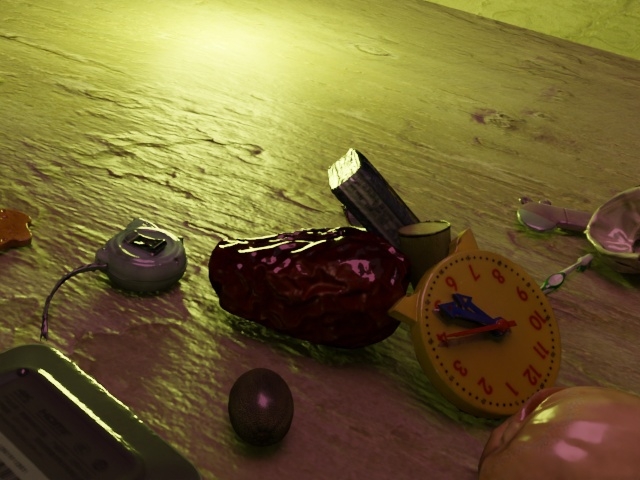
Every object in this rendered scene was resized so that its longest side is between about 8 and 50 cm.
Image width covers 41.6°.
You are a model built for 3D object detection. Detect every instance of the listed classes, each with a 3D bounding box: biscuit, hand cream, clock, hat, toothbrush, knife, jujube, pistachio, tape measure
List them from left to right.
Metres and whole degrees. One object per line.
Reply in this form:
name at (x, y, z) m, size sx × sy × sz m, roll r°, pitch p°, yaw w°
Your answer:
biscuit at (-0.590, -0.012, 1.565) m, size 0.118 × 0.023 × 0.140 m, roll 18°, pitch 33°, yaw 13°
tape measure at (-0.351, 0.065, 1.451) m, size 0.164 × 0.084 × 0.330 m, roll 14°, pitch 31°, yaw 15°
jujube at (-0.022, 0.074, 1.429) m, size 0.342 × 0.216 × 0.216 m, roll 9°, pitch 32°, yaw 11°
hand cream at (0.095, -0.033, 1.765) m, size 0.062 × 0.039 × 0.163 m, roll -4°, pitch 29°, yaw -17°
clock at (0.274, 0.142, 1.360) m, size 0.293 × 0.071 × 0.277 m, roll 44°, pitch 57°, yaw -6°
toothbrush at (0.461, 0.084, 1.676) m, size 0.304 × 0.030 × 0.030 m, roll -23°, pitch 44°, yaw -40°
pistachio at (0.365, 0.311, 1.150) m, size 0.309 × 0.229 × 0.230 m, roll 7°, pitch 32°, yaw -11°
knife at (0.632, -0.028, 1.885) m, size 0.399 × 0.038 × 0.132 m, roll 9°, pitch 39°, yaw -2°
hat at (0.693, 0.021, 1.785) m, size 0.226 × 0.164 × 0.219 m, roll 42°, pitch 49°, yaw -20°

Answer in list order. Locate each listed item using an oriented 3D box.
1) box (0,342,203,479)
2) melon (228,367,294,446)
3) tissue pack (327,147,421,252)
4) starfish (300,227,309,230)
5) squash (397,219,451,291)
box at (-0.400, 0.309, 1.035) m, size 0.396 × 0.111 × 0.397 m, roll 30°, pitch 36°, yaw 30°
melon at (-0.087, 0.242, 1.231) m, size 0.098 × 0.098 × 0.130 m, roll 6°, pitch 30°, yaw -6°
tissue pack at (0.126, -0.046, 1.582) m, size 0.257 × 0.081 × 0.185 m, roll 48°, pitch 9°, yaw -14°
starfish at (0.001, 0.008, 1.603) m, size 0.213 × 0.056 × 0.238 m, roll -5°, pitch 5°, yaw -5°
squash at (0.207, 0.076, 1.474) m, size 0.094 × 0.224 × 0.094 m, roll -16°, pitch 13°, yaw 4°
